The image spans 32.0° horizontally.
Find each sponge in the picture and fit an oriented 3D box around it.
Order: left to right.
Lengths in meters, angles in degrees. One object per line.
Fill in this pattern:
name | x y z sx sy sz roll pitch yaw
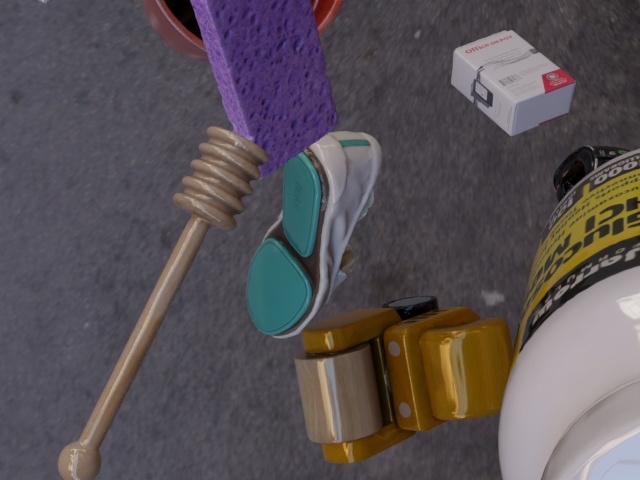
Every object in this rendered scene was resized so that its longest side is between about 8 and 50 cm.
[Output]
sponge | -0.050 -0.174 1.088 0.031 0.117 0.210 26 143 41

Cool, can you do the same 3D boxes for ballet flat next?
ballet flat | 0.000 0.000 1.496 0.139 0.139 0.400 21 142 2

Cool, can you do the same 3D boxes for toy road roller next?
toy road roller | 0.146 0.200 1.687 0.241 0.330 0.202 -5 97 46

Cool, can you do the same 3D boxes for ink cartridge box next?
ink cartridge box | 0.275 -0.230 1.615 0.109 0.150 0.063 -22 138 -21

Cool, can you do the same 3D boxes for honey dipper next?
honey dipper | -0.070 0.028 0.473 0.030 0.030 0.160 27 83 -1

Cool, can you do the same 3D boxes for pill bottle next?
pill bottle | 0.190 0.074 0.566 0.188 0.334 0.187 4 109 13

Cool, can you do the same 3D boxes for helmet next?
helmet | 0.460 -0.063 1.763 0.162 0.169 0.169 21 111 -16

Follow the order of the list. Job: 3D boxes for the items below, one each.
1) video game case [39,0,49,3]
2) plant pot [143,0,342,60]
video game case | -0.238 -0.388 1.215 0.227 0.206 0.026 -39 131 20
plant pot | -0.131 -0.366 1.550 0.272 0.265 0.272 0 91 -18
